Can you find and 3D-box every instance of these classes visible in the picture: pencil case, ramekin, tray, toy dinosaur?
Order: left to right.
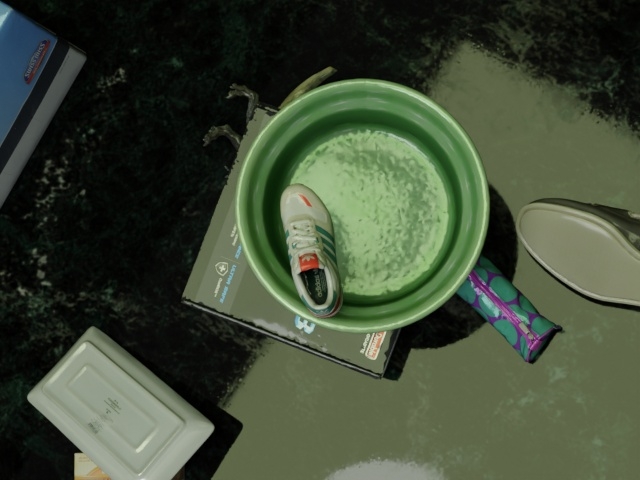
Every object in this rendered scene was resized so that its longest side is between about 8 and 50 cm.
[{"bbox_3d":[-0.287,0.235,1.467,0.270,0.030,0.145,33,75,30],"label":"tray"},{"bbox_3d":[-0.094,-0.155,1.504,0.118,0.064,0.268,30,91,2],"label":"toy dinosaur"},{"bbox_3d":[0.053,-0.037,1.313,0.303,0.148,0.303,0,86,4],"label":"ramekin"},{"bbox_3d":[0.238,0.085,1.373,0.064,0.070,0.152,-46,72,5],"label":"pencil case"}]

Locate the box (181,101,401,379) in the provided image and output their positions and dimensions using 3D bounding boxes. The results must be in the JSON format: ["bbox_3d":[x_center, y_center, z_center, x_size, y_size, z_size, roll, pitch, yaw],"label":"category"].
[{"bbox_3d":[0.000,0.000,1.426,0.293,0.073,0.295,22,89,8],"label":"box"}]

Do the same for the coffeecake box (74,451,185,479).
[{"bbox_3d":[-0.265,0.387,1.466,0.142,0.068,0.185,-4,81,13],"label":"coffeecake box"}]

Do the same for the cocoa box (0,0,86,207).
[{"bbox_3d":[-0.561,-0.205,1.552,0.231,0.228,0.347,30,91,17],"label":"cocoa box"}]

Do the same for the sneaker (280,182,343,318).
[{"bbox_3d":[-0.010,0.010,1.200,0.057,0.075,0.161,-13,86,3],"label":"sneaker"}]

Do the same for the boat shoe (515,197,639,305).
[{"bbox_3d":[0.414,0.026,1.334,0.335,0.095,0.112,24,124,21],"label":"boat shoe"}]
